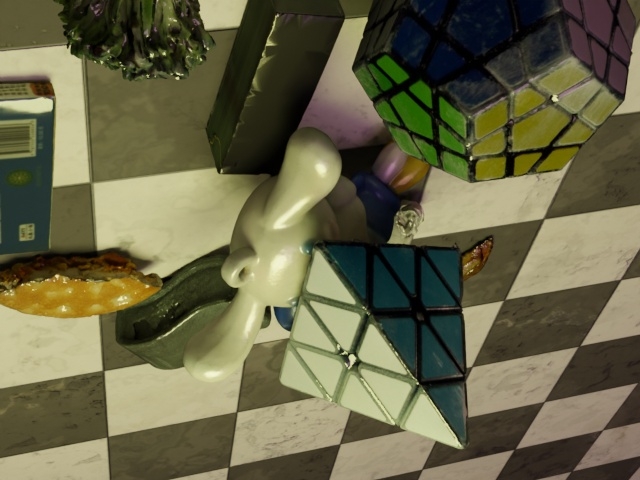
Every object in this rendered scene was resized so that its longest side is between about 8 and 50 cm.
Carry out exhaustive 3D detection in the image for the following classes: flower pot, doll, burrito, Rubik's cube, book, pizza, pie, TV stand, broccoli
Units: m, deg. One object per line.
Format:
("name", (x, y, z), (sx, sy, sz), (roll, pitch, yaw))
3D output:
("flower pot", (-0.198, 0.112, 1.632), (0.229, 0.103, 0.108), (-26, 146, 13))
("doll", (0.005, 0.007, 1.433), (0.376, 0.187, 0.365), (-42, 165, 35))
("burrito", (0.111, 0.009, 1.677), (0.064, 0.064, 0.203), (-3, 144, -22))
("Rubik's cube", (0.194, -0.221, 1.199), (0.319, 0.319, 0.264), (-27, 173, 12))
("book", (-0.537, -0.066, 1.264), (0.428, 0.039, 0.300), (-5, 144, -20))
("pizza", (-0.351, 0.064, 1.526), (0.246, 0.058, 0.127), (-9, 147, -12))
("pie", (0.228, 0.061, 1.836), (0.191, 0.033, 0.088), (-29, 149, 15))
("Rubik's cube", (0.078, 0.113, 1.371), (0.228, 0.233, 0.228), (9, -175, -5))
("TV stand", (-0.061, -0.194, 1.280), (0.088, 0.083, 0.269), (-3, 144, -24))
("broccoli", (-0.170, -0.303, 1.042), (0.165, 0.145, 0.304), (-7, 133, -25))
